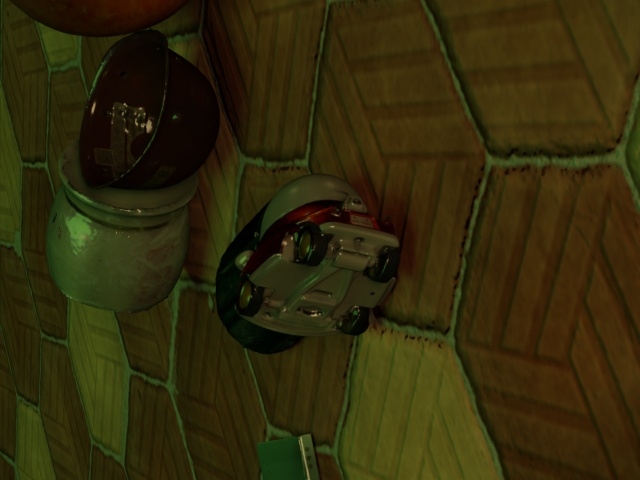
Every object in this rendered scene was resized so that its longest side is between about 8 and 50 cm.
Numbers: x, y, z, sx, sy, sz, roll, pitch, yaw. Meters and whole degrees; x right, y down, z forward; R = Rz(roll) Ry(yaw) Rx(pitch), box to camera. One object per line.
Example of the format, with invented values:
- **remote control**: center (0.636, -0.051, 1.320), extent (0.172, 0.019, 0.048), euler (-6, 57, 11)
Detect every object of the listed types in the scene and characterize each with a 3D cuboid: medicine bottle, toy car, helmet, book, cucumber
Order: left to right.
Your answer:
- **medicine bottle**: center (-0.205, -0.022, 1.471), extent (0.147, 0.147, 0.143), euler (56, 143, 44)
- **helmet**: center (-0.148, -0.117, 1.372), extent (0.175, 0.106, 0.155), euler (-42, 45, 45)
- **cucumber**: center (-0.050, 0.033, 1.260), extent (0.115, 0.062, 0.116), euler (-41, 62, 57)
- **book**: center (-0.022, 0.247, 1.309), extent (0.103, 0.017, 0.135), euler (-25, 75, 62)
- **toy car**: center (0.000, 0.000, 1.107), extent (0.139, 0.112, 0.112), euler (-50, 36, 46)

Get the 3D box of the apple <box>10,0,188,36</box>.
- **apple**: center (-0.214, -0.310, 1.341), extent (0.241, 0.242, 0.242), euler (-140, 47, -71)
